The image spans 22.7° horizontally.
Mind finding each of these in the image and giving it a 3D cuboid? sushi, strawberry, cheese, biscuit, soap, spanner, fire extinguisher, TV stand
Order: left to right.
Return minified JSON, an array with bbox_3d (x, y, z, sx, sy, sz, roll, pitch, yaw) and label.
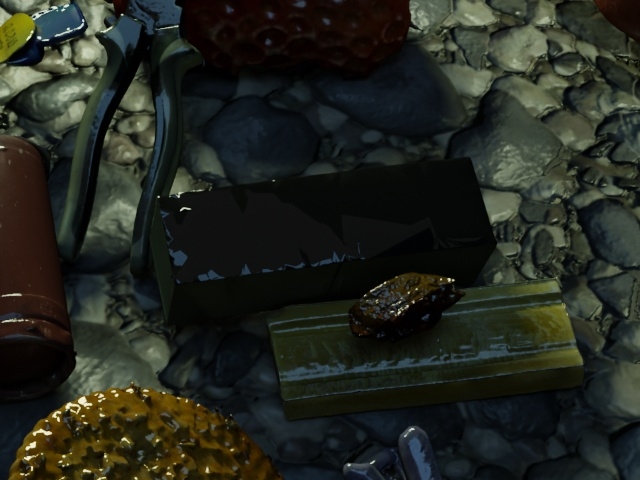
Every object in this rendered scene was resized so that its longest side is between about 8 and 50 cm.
[{"bbox_3d":[-0.327,-0.157,1.407,0.250,0.064,0.156,-20,31,-5],"label":"cheese"},{"bbox_3d":[-0.262,-0.008,1.306,0.104,0.105,0.269,-8,55,-9],"label":"fire extinguisher"},{"bbox_3d":[-0.152,-0.133,1.365,0.095,0.040,0.325,10,81,4],"label":"spanner"},{"bbox_3d":[-0.109,0.218,1.132,0.254,0.035,0.254,19,51,-26],"label":"biscuit"},{"bbox_3d":[-0.071,-0.263,1.473,0.253,0.150,0.280,-32,61,-22],"label":"strawberry"},{"bbox_3d":[0.000,0.000,1.309,0.269,0.083,0.088,-8,66,-14],"label":"TV stand"},{"bbox_3d":[0.066,0.057,1.267,0.099,0.050,0.047,-29,54,-11],"label":"sushi"},{"bbox_3d":[0.084,0.087,1.301,0.252,0.037,0.092,-6,54,-7],"label":"soap"}]

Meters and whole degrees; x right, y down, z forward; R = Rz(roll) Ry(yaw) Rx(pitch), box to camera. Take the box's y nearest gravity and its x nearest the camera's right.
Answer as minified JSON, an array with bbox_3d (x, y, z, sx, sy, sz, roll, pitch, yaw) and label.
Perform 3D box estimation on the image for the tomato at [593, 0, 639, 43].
[{"bbox_3d":[0.345,-0.273,1.480,0.208,0.184,0.208,4,58,-7],"label":"tomato"}]

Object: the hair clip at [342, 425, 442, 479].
[{"bbox_3d":[0.090,0.256,1.150,0.137,0.090,0.278,-25,59,-10],"label":"hair clip"}]
